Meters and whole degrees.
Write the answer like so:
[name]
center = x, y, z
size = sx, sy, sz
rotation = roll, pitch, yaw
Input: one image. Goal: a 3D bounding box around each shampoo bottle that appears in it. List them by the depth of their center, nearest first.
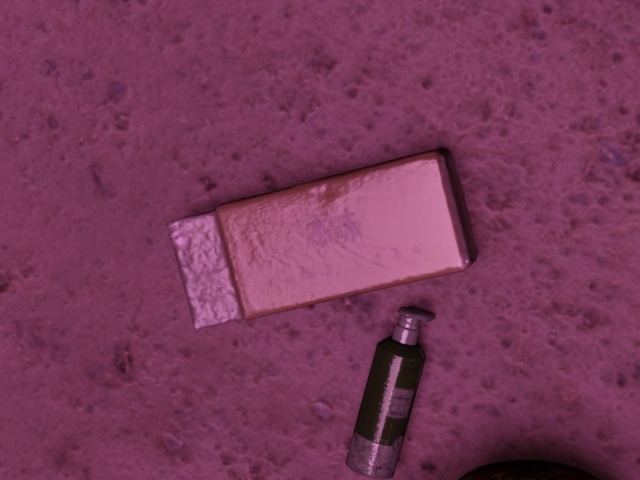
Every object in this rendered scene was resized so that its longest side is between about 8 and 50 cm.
[shampoo bottle]
center = 0.085, 0.177, 1.481
size = 0.065, 0.065, 0.205
rotation = 16, 101, 10

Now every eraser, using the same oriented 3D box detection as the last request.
[eraser]
center = 0.000, 0.000, 1.463
size = 0.343, 0.078, 0.144
rotation = -15, 94, 15

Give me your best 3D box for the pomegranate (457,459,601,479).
[pomegranate]
center = 0.198, 0.387, 1.407
size = 0.340, 0.285, 0.285
rotation = -16, 95, 45
